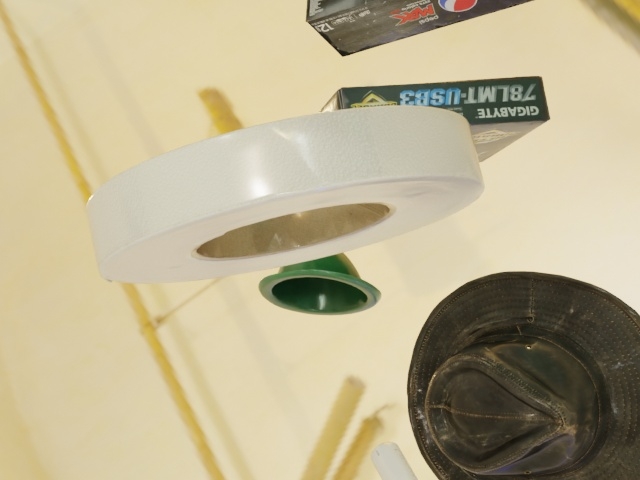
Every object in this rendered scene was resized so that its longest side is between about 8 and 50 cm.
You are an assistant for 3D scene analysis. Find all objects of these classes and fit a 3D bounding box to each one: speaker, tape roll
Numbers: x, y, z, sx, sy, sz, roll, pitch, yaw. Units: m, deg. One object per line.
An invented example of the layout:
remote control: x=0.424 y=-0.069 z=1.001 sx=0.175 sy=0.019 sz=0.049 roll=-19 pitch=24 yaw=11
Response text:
speaker: x=0.134 y=0.402 z=2.144 sx=0.055 sy=0.055 sz=0.136 roll=53 pitch=-178 yaw=-40
tape roll: x=-0.035 y=-0.037 z=1.258 sx=0.392 sy=0.392 sz=0.072 roll=43 pitch=-145 yaw=-79

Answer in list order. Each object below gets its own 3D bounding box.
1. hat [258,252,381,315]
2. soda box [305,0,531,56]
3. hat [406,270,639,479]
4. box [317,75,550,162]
hat: x=0.000 y=0.000 z=1.873 sx=0.173 sy=0.208 sz=0.183 roll=24 pitch=-118 yaw=-36
soda box: x=0.075 y=-0.193 z=0.959 sx=0.060 sy=0.169 sz=0.053 roll=36 pitch=-131 yaw=-51
hat: x=0.221 y=0.185 z=1.442 sx=0.331 sy=0.331 sz=0.134 roll=55 pitch=-155 yaw=19
box: x=0.125 y=-0.148 z=1.790 sx=0.293 sy=0.296 sz=0.073 roll=142 pitch=121 yaw=-69
